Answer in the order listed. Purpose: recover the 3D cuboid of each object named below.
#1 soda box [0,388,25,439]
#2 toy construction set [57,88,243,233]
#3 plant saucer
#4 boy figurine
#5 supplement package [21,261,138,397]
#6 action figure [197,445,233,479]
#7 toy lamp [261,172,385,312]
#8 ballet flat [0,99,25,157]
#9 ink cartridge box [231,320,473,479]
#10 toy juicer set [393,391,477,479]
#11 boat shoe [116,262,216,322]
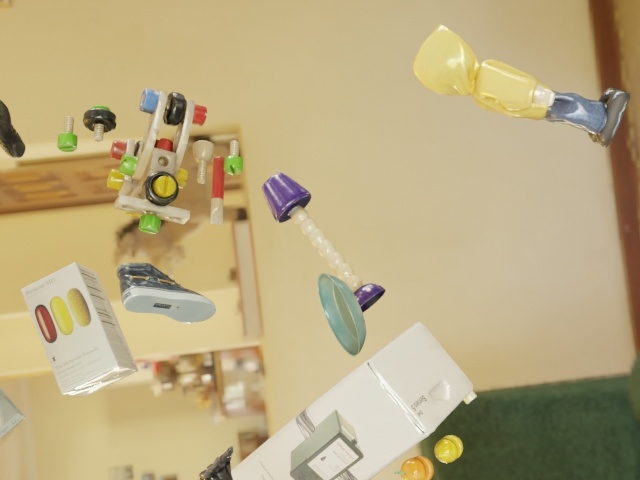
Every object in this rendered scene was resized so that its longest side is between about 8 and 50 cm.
[{"bbox_3d":[-0.613,0.337,2.032,0.091,0.098,0.286,49,152,-1],"label":"soda box"},{"bbox_3d":[-0.271,-0.095,1.984,0.309,0.257,0.237,24,-123,-45],"label":"toy construction set"},{"bbox_3d":[0.032,0.095,1.497,0.119,0.021,0.119,56,159,34],"label":"plant saucer"},{"bbox_3d":[0.266,-0.211,1.539,0.177,0.285,0.092,-69,0,-79],"label":"boy figurine"},{"bbox_3d":[-0.508,0.190,2.380,0.244,0.139,0.134,64,-177,14],"label":"supplement package"},{"bbox_3d":[-0.045,0.342,1.073,0.275,0.164,0.141,48,152,8],"label":"action figure"},{"bbox_3d":[0.000,0.000,1.907,0.274,0.080,0.080,49,165,13],"label":"toy lamp"},{"bbox_3d":[-0.607,-0.213,2.125,0.173,0.049,0.057,79,-148,-56],"label":"ballet flat"},{"bbox_3d":[0.035,0.240,1.404,0.115,0.273,0.198,51,-155,7],"label":"ink cartridge box"},{"bbox_3d":[0.232,0.375,2.435,0.329,0.209,0.089,-56,-9,-20],"label":"toy juicer set"},{"bbox_3d":[-0.266,0.086,1.959,0.065,0.183,0.083,-48,46,30],"label":"boat shoe"}]
